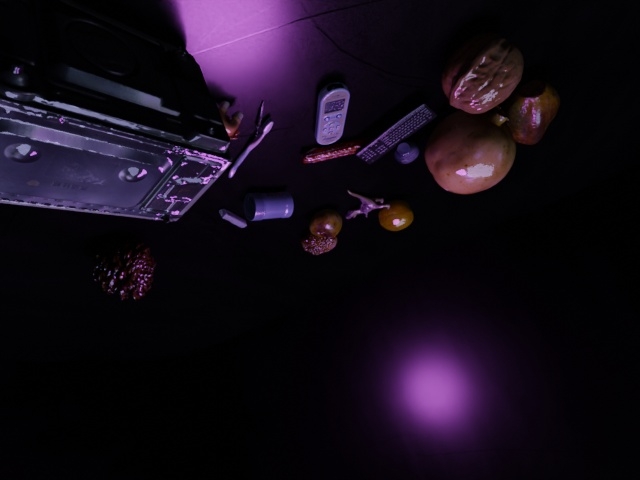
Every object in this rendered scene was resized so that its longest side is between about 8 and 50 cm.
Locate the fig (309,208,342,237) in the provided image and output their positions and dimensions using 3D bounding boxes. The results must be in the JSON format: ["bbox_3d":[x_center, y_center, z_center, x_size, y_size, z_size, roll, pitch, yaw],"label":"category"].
[{"bbox_3d":[0.025,-0.073,1.846,0.153,0.120,0.136,-3,158,-41],"label":"fig"}]

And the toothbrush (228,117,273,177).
[{"bbox_3d":[-0.211,-0.267,1.251,0.021,0.027,0.269,8,146,-38],"label":"toothbrush"}]

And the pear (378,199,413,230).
[{"bbox_3d":[0.357,-0.120,2.014,0.162,0.148,0.149,-15,162,15],"label":"pear"}]

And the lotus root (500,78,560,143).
[{"bbox_3d":[0.733,-0.457,1.504,0.193,0.193,0.291,-26,162,13],"label":"lotus root"}]

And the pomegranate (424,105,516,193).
[{"bbox_3d":[0.526,-0.320,1.474,0.320,0.318,0.319,-18,160,-7],"label":"pomegranate"}]

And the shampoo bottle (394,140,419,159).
[{"bbox_3d":[0.307,-0.313,1.512,0.087,0.049,0.234,-31,176,17],"label":"shampoo bottle"}]

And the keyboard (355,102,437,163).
[{"bbox_3d":[0.281,-0.373,1.356,0.381,0.041,0.104,-40,147,25],"label":"keyboard"}]

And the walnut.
[{"bbox_3d":[0.436,-0.451,1.160,0.214,0.213,0.213,-18,160,-7],"label":"walnut"}]

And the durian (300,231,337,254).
[{"bbox_3d":[0.000,0.000,2.004,0.168,0.136,0.158,-3,176,-21],"label":"durian"}]

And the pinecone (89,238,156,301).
[{"bbox_3d":[-0.691,0.097,1.484,0.222,0.221,0.221,-18,160,-7],"label":"pinecone"}]

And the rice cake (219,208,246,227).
[{"bbox_3d":[-0.329,-0.083,1.602,0.029,0.033,0.171,-26,160,11],"label":"rice cake"}]

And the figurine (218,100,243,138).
[{"bbox_3d":[-0.290,-0.262,1.086,0.112,0.102,0.195,34,135,-26],"label":"figurine"}]

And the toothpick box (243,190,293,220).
[{"bbox_3d":[-0.188,-0.126,1.532,0.153,0.101,0.101,-7,156,-35],"label":"toothpick box"}]

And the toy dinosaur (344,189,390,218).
[{"bbox_3d":[0.202,-0.161,1.876,0.200,0.072,0.251,-7,168,-7],"label":"toy dinosaur"}]

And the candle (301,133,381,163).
[{"bbox_3d":[0.094,-0.309,1.411,0.330,0.048,0.051,-16,136,-15],"label":"candle"}]

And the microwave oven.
[{"bbox_3d":[-0.398,-0.236,0.725,0.247,0.332,0.395,-40,153,31],"label":"microwave oven"}]

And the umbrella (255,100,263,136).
[{"bbox_3d":[-0.165,-0.331,1.149,0.013,0.022,0.122,12,140,-11],"label":"umbrella"}]

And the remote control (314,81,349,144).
[{"bbox_3d":[0.029,-0.361,1.218,0.087,0.047,0.244,-14,160,-10],"label":"remote control"}]
